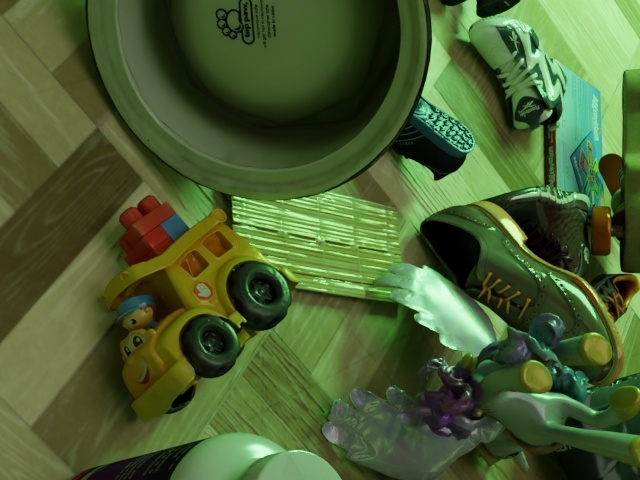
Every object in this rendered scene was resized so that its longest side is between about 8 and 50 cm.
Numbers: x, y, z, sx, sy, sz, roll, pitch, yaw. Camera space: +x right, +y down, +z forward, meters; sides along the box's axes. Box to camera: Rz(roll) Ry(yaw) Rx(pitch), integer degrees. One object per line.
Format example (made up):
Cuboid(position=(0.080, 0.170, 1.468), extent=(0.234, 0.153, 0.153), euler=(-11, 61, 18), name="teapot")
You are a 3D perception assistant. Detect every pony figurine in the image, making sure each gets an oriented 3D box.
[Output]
Cuboid(position=(0.222, 0.201, 1.549), extent=(0.351, 0.363, 0.303), euler=(34, 64, -15), name="pony figurine")

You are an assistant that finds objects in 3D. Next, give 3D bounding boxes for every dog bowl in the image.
Cuboid(position=(-0.058, -0.261, 1.397), extent=(0.408, 0.408, 0.150), euler=(57, 26, -12), name="dog bowl")

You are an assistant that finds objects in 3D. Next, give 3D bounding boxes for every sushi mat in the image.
Cuboid(position=(0.000, 0.000, 1.602), extent=(0.316, 0.019, 0.151), euler=(11, 68, -42), name="sushi mat")

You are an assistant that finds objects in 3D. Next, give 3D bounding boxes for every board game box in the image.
Cuboid(position=(0.453, -0.173, 2.125), extent=(0.145, 0.027, 0.281), euler=(25, 57, -36), name="board game box")

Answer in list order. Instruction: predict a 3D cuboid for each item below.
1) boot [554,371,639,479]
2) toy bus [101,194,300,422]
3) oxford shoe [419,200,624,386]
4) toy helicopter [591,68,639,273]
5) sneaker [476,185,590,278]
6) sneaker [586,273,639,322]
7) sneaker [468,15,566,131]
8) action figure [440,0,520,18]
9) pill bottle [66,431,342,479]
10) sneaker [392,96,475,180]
Cuboid(position=(0.523, 0.435, 1.860), extent=(0.367, 0.146, 0.445), euler=(-10, 78, -39), name="boot")
Cuboid(position=(-0.165, 0.061, 1.333), extent=(0.211, 0.149, 0.220), euler=(48, 47, -2), name="toy bus")
Cuboid(position=(0.276, 0.081, 1.692), extent=(0.133, 0.130, 0.363), euler=(-6, 39, -39), name="oxford shoe")
Cuboid(position=(0.541, -0.118, 2.055), extent=(0.235, 0.140, 0.355), euler=(37, 55, -73), name="toy helicopter")
Cuboid(position=(0.360, 0.003, 1.906), extent=(0.281, 0.106, 0.162), euler=(0, 77, -46), name="sneaker")
Cuboid(position=(0.462, 0.115, 1.978), extent=(0.084, 0.083, 0.215), euler=(57, 45, -14), name="sneaker")
Cuboid(position=(0.336, -0.264, 1.992), extent=(0.235, 0.094, 0.153), euler=(37, 42, -42), name="sneaker")
Cuboid(position=(0.270, -0.515, 2.030), extent=(0.185, 0.099, 0.285), euler=(22, 56, -32), name="action figure")
Cuboid(position=(-0.124, 0.286, 1.137), extent=(0.181, 0.323, 0.181), euler=(20, 61, -39), name="pill bottle")
Cuboid(position=(0.117, -0.182, 1.759), extent=(0.232, 0.090, 0.081), euler=(43, 46, 4), name="sneaker")
